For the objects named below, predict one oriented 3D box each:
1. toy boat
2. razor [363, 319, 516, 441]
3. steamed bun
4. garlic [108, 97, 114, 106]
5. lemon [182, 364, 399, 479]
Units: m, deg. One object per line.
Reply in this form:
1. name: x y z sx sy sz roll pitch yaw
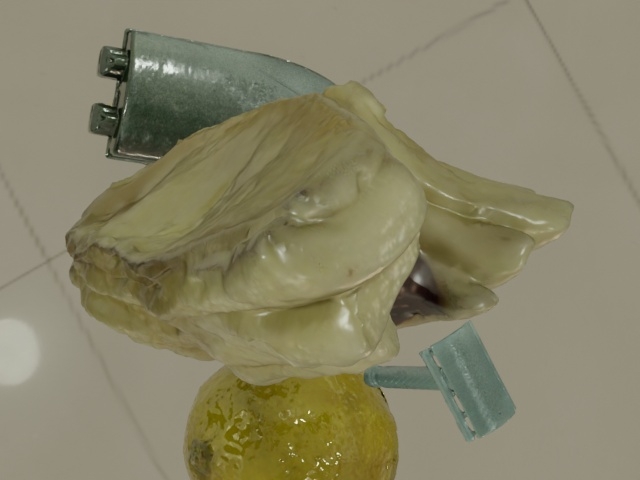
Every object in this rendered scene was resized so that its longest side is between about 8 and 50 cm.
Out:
1. toy boat: -0.087 -0.136 1.540 0.320 0.092 0.141 9 90 -16
2. razor: 0.105 0.147 1.485 0.068 0.232 0.106 -30 97 -24
3. steamed bun: 0.000 0.000 0.913 0.189 0.428 0.247 48 71 -17
4. garlic: -0.271 -0.169 1.963 0.053 0.041 0.083 -14 111 -23
5. lemon: -0.034 0.248 1.721 0.267 0.267 0.267 0 92 9
